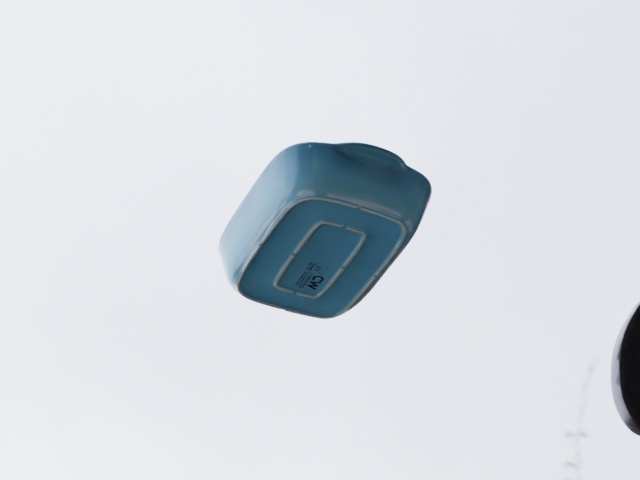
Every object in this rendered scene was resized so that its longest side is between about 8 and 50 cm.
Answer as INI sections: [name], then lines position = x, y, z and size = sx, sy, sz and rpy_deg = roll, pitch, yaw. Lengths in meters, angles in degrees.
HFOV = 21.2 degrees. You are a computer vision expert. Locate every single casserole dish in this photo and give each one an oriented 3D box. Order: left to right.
[casserole dish]
position = 0.000, 0.000, 1.149
size = 0.114, 0.188, 0.037
rpy_deg = 16, -125, -16

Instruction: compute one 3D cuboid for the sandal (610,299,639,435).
[sandal]
position = 0.289, 0.035, 1.044
size = 0.254, 0.054, 0.097
rpy_deg = -29, -96, -3
